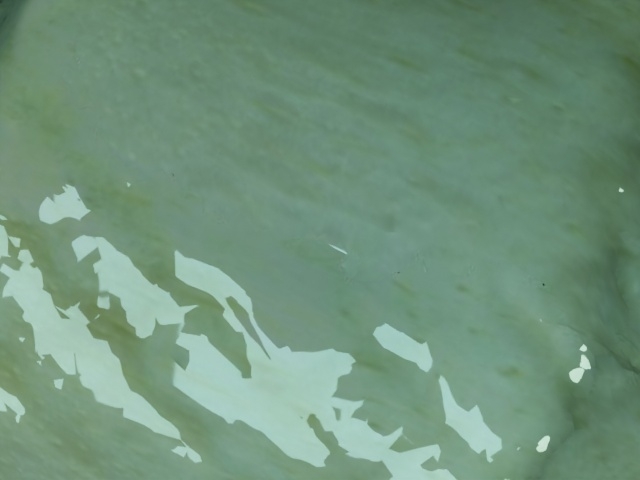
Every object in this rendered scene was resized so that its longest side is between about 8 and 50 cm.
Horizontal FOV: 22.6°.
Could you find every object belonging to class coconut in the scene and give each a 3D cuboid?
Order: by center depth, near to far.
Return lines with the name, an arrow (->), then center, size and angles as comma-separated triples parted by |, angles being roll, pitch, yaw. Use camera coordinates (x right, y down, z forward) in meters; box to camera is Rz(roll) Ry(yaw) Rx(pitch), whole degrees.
coconut -> 0.000, 0.000, 0.527 | 0.329, 0.329, 0.328 | 16, 120, 29
